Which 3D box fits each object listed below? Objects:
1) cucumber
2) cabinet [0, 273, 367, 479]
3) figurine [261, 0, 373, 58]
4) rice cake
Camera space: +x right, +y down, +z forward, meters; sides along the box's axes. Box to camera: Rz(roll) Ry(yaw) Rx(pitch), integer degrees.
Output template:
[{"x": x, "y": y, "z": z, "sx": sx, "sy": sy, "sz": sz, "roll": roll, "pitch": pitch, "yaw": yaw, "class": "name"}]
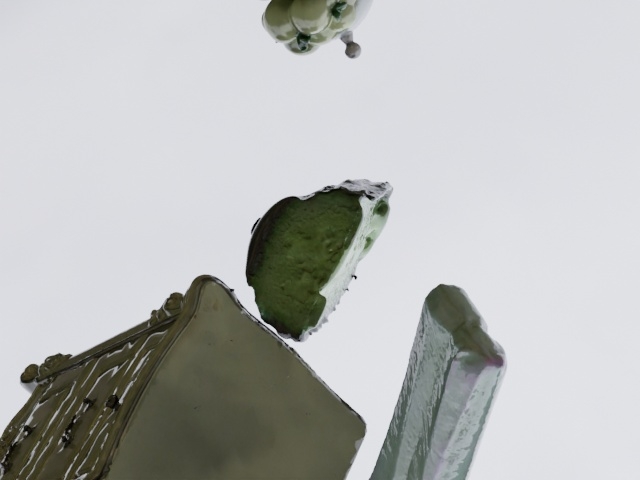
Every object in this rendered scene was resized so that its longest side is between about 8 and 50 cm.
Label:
[{"x": 0.000, "y": 0.000, "z": 1.396, "sx": 0.086, "sy": 0.115, "sz": 0.193, "roll": 22, "pitch": -165, "yaw": 15, "class": "cucumber"}, {"x": -0.180, "y": 0.239, "z": 1.630, "sx": 0.318, "sy": 0.227, "sz": 0.290, "roll": -24, "pitch": -152, "yaw": 43, "class": "cabinet"}, {"x": -0.008, "y": -0.241, "z": 1.437, "sx": 0.093, "sy": 0.197, "sz": 0.147, "roll": 4, "pitch": 158, "yaw": -41, "class": "figurine"}, {"x": 0.077, "y": 0.136, "z": 1.199, "sx": 0.042, "sy": 0.222, "sz": 0.080, "roll": -8, "pitch": -137, "yaw": -27, "class": "rice cake"}]
